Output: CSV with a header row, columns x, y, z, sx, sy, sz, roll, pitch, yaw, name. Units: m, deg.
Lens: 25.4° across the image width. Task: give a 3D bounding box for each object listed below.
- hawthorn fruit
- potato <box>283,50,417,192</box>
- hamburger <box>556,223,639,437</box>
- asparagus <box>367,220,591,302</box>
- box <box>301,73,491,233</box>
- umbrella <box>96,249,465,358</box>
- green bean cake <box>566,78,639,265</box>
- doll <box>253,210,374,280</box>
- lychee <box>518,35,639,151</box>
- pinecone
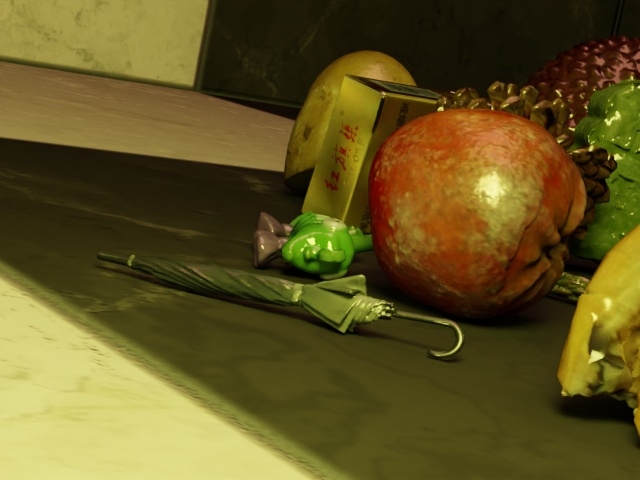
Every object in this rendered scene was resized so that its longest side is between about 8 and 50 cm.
x,y,z,sx,sy,sz,roll,pitch,yaw,name
0.114,-0.024,1.099,0.173,0.172,0.173,11,8,-2,hawthorn fruit
0.046,-0.141,1.648,0.178,0.158,0.203,-1,-11,-5,potato
0.276,0.044,0.883,0.283,0.156,0.144,2,12,-40,hamburger
0.150,0.023,1.294,0.236,0.027,0.034,15,-11,19,asparagus
0.101,-0.081,1.498,0.240,0.159,0.071,4,18,-46,box
-0.028,0.031,0.969,0.269,0.044,0.044,15,-22,18,umbrella
0.359,-0.054,1.484,0.214,0.200,0.113,20,10,-7,green bean cake
0.000,0.000,1.186,0.115,0.050,0.190,7,6,-4,doll
0.371,-0.120,1.791,0.276,0.275,0.304,9,20,-12,lychee
0.181,-0.066,1.389,0.195,0.179,0.150,39,14,11,pinecone
